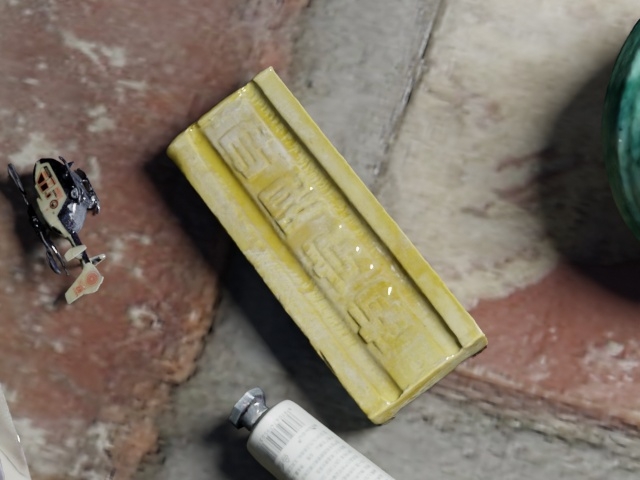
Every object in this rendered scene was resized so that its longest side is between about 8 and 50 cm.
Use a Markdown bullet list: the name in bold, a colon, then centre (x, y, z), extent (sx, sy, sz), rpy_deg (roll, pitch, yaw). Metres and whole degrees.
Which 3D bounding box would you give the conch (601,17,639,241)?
- **conch**: centre (0.260, -0.059, 1.180), extent (0.202, 0.134, 0.196), rpy_deg (20, 115, 37)

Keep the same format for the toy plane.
- **toy plane**: centre (-0.175, -0.015, 1.358), extent (0.049, 0.031, 0.120), rpy_deg (-34, 64, 9)

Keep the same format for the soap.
- **soap**: centre (0.000, 0.000, 1.298), extent (0.092, 0.037, 0.252), rpy_deg (-38, 66, 0)

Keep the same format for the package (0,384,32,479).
- **package**: centre (-0.299, 0.156, 1.326), extent (0.204, 0.062, 0.250), rpy_deg (-24, 54, 8)

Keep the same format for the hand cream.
- **hand cream**: centre (0.023, 0.162, 1.238), extent (0.194, 0.042, 0.067), rpy_deg (39, 78, 19)
